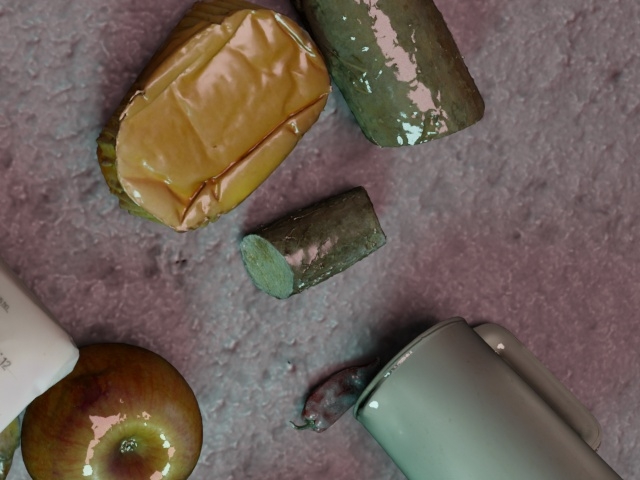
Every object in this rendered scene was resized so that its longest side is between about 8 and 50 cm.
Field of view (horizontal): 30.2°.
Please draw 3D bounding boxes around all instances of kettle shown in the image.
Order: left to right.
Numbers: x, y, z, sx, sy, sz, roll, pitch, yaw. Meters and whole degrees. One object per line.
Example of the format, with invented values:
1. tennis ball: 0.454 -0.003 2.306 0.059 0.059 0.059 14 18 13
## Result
1. kettle: 0.234 0.255 1.491 0.265 0.205 0.318 -38 67 -14

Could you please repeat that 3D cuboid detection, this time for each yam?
1. yam: 0.000 0.000 1.487 0.183 0.107 0.107 -27 107 -18
2. yam: 0.077 -0.242 1.449 0.161 0.161 0.268 -35 110 -12

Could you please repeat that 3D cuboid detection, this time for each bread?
1. bread: -0.139 -0.149 1.387 0.204 0.156 0.288 41 81 -30

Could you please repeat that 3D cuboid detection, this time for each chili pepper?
1. chili pepper: 0.021 0.205 1.562 0.153 0.041 0.050 -40 131 -27

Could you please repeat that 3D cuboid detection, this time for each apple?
1. apple: -0.243 0.224 1.386 0.211 0.188 0.211 -5 104 -21

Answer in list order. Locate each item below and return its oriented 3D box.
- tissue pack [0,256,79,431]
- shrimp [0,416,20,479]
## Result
1. tissue pack: -0.468 0.083 1.229 0.356 0.194 0.266 51 52 -14
2. shrimp: -0.475 0.290 1.377 0.233 0.071 0.365 12 89 -27
